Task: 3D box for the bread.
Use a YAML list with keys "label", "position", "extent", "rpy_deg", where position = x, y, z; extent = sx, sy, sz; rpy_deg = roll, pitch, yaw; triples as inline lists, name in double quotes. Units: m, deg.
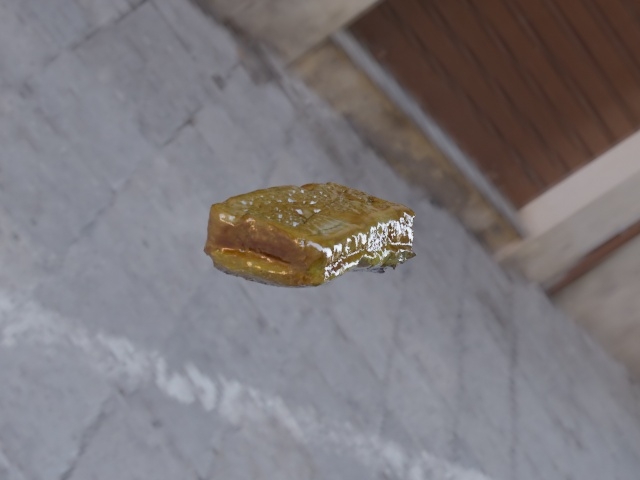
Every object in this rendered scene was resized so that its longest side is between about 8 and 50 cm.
- label: "bread"
  position: [0.001, -0.002, 1.405]
  extent: [0.139, 0.077, 0.271]
  rpy_deg: [19, 13, 20]
